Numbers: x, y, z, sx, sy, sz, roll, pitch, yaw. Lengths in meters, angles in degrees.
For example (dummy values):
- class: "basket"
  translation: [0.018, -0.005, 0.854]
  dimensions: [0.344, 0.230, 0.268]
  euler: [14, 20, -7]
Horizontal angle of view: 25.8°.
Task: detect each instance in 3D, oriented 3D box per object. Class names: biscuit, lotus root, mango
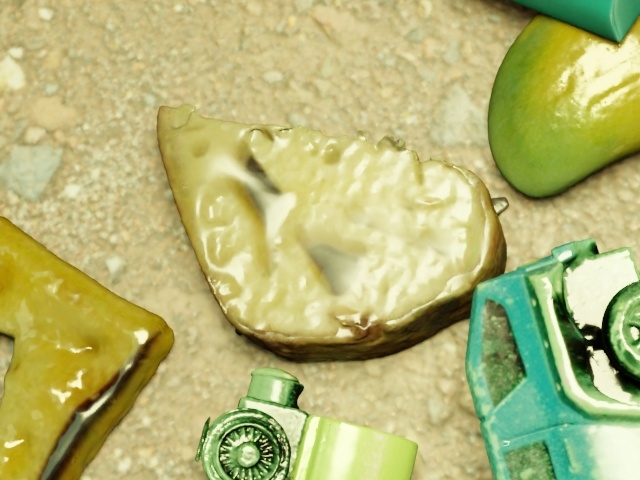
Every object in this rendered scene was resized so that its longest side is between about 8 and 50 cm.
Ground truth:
- class: "biscuit"
  translation: [-0.217, 0.087, 1.003]
  dimensions: [0.183, 0.039, 0.174]
  euler: [35, 84, 15]
- class: "lotus root"
  translation: [0.000, 0.000, 0.982]
  dimensions: [0.261, 0.074, 0.170]
  euler: [7, 78, 10]
- class: "mango"
  translation: [0.196, -0.113, 0.983]
  dimensions: [0.130, 0.092, 0.194]
  euler: [37, 91, 13]

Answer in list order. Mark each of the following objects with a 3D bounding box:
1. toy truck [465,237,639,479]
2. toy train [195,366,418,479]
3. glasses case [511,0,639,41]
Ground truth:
- class: "toy truck"
  translation: [0.193, 0.143, 0.879]
  dimensions: [0.156, 0.155, 0.279]
  euler: [-17, 73, 12]
- class: "toy train"
  translation: [-0.021, 0.216, 0.914]
  dimensions: [0.157, 0.105, 0.253]
  euler: [15, 78, -3]
- class: "glasses case"
  translation: [0.111, -0.247, 0.991]
  dimensions: [0.301, 0.070, 0.117]
  euler: [29, 80, 32]
